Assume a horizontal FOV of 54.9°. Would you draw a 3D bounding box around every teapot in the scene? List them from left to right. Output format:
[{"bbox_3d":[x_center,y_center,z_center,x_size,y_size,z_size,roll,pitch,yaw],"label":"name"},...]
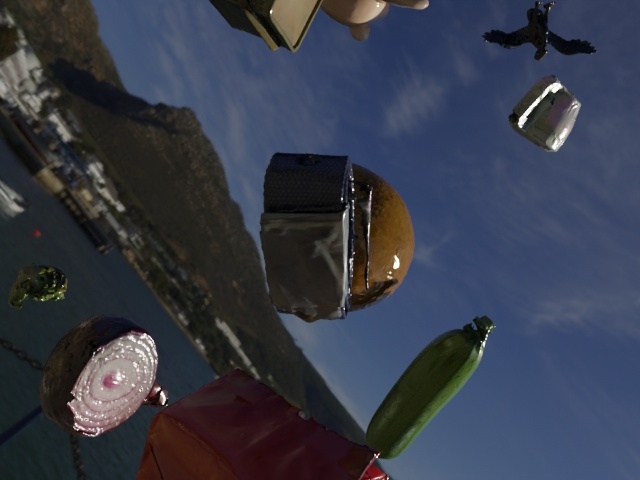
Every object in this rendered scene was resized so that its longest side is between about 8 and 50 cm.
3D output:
[{"bbox_3d":[0.634,-0.375,1.770,0.222,0.178,0.163,26,18,-24],"label":"teapot"}]

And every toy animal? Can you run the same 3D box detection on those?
[{"bbox_3d":[0.128,-0.649,1.576,0.345,0.277,0.246,31,-56,8],"label":"toy animal"},{"bbox_3d":[0.398,-0.378,1.122,0.062,0.220,0.107,177,-86,-83],"label":"toy animal"}]

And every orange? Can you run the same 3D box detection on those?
[{"bbox_3d":[0.030,-0.009,1.084,0.274,0.274,0.274,48,-15,18],"label":"orange"}]

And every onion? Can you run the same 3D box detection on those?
[{"bbox_3d":[-0.341,0.223,1.011,0.140,0.195,0.218,10,-16,37],"label":"onion"}]

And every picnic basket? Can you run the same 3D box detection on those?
[{"bbox_3d":[-0.071,-0.490,1.093,0.139,0.266,0.165,27,0,17],"label":"picnic basket"}]

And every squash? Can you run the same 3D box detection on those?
[{"bbox_3d":[0.192,0.274,1.138,0.101,0.101,0.378,46,-58,23],"label":"squash"}]

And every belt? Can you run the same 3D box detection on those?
[{"bbox_3d":[0.000,0.000,0.778,0.139,0.126,0.230,-75,167,-52],"label":"belt"}]

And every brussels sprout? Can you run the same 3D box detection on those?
[{"bbox_3d":[-0.401,0.063,0.878,0.085,0.085,0.058,38,-49,43],"label":"brussels sprout"}]

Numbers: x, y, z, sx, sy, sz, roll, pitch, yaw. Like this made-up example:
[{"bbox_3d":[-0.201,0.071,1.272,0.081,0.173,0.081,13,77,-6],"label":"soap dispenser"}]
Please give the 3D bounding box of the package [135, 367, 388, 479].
[{"bbox_3d":[-0.083,0.338,0.538,0.196,0.423,0.123,23,13,39],"label":"package"}]
